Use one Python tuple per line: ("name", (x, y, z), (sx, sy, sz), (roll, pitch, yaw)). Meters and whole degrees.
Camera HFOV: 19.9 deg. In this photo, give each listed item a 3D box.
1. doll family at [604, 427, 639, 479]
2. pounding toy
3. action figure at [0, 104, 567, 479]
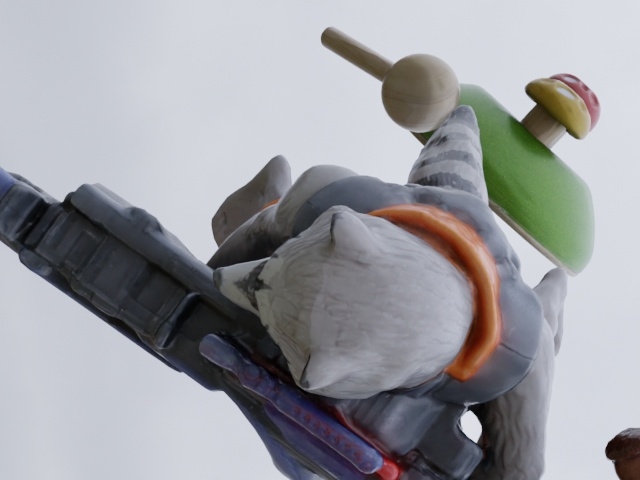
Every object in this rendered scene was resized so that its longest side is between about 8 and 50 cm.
("doll family", (0.158, 0.140, 0.780), (0.193, 0.076, 0.111), (81, 3, -76))
("pounding toy", (0.134, -0.089, 1.297), (0.110, 0.237, 0.183), (-47, -153, 7))
("action figure", (0.000, 0.000, 0.845), (0.178, 0.341, 0.330), (-55, -178, 6))
